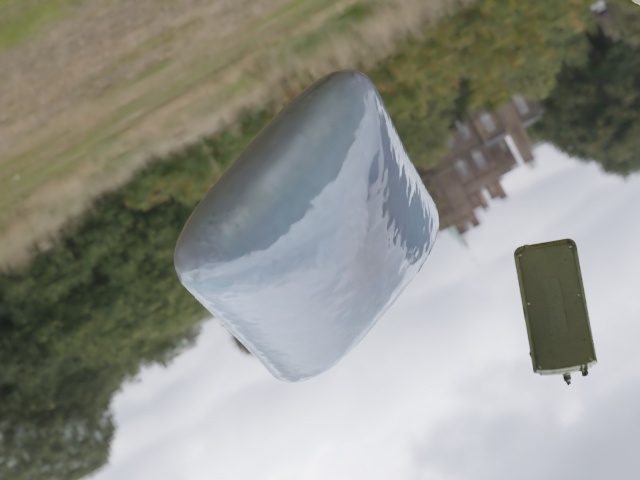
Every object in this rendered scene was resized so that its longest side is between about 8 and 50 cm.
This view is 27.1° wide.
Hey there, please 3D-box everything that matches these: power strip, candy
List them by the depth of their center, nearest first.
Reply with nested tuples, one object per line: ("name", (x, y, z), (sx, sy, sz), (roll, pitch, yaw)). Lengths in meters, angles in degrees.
("candy", (0.000, 0.000, 0.704), (0.138, 0.071, 0.174), (-49, 151, -7))
("power strip", (0.274, 0.085, 1.546), (0.076, 0.169, 0.028), (-9, 174, 7))

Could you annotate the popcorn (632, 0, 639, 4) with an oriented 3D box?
("popcorn", (0.428, -0.375, 1.357), (0.390, 0.354, 0.344), (22, 131, -39))
